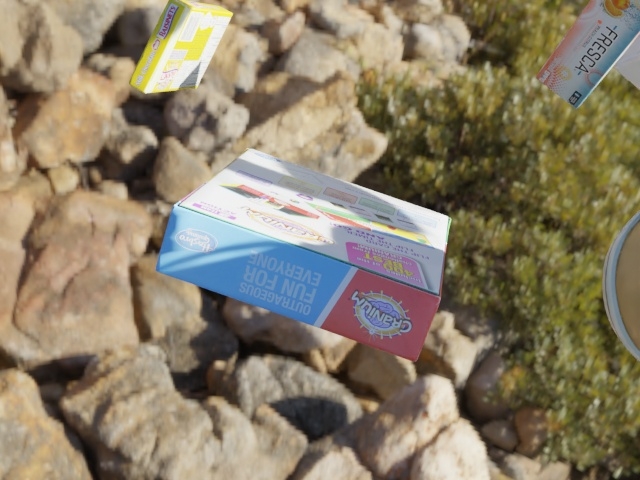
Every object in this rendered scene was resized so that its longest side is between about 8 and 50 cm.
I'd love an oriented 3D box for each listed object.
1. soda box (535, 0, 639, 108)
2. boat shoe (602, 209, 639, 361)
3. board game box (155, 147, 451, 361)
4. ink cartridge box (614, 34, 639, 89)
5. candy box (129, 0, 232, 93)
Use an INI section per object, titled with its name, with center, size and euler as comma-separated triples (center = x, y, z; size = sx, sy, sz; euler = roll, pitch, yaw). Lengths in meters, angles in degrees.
[soda box]
center = 0.305, -0.225, 1.228
size = 0.063, 0.183, 0.058
euler = 38, 59, 5
[boat shoe]
center = 0.449, -0.002, 0.795
size = 0.500, 0.156, 0.187
euler = -11, 91, -12
[board game box]
center = 0.000, 0.000, 1.107
size = 0.242, 0.064, 0.316
euler = 19, 15, 4
[ink cartridge box]
center = 0.602, -0.190, 1.489
size = 0.308, 0.385, 0.091
euler = 39, 82, -9
[candy box]
center = -0.155, -0.221, 1.301
size = 0.027, 0.105, 0.206
euler = 31, 12, 3
